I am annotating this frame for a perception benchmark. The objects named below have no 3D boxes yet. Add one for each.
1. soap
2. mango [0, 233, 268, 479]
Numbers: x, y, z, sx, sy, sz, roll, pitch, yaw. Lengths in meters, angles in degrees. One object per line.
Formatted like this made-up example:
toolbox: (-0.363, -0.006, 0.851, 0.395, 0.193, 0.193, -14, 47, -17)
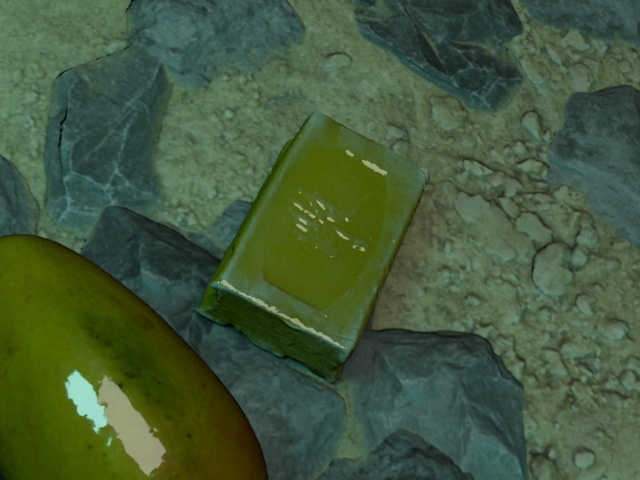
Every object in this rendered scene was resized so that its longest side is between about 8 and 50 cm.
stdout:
soap: (0.000, 0.000, 1.638, 0.199, 0.091, 0.315, 30, 54, -3)
mango: (-0.228, 0.166, 1.331, 0.232, 0.300, 0.445, -37, 66, -7)
